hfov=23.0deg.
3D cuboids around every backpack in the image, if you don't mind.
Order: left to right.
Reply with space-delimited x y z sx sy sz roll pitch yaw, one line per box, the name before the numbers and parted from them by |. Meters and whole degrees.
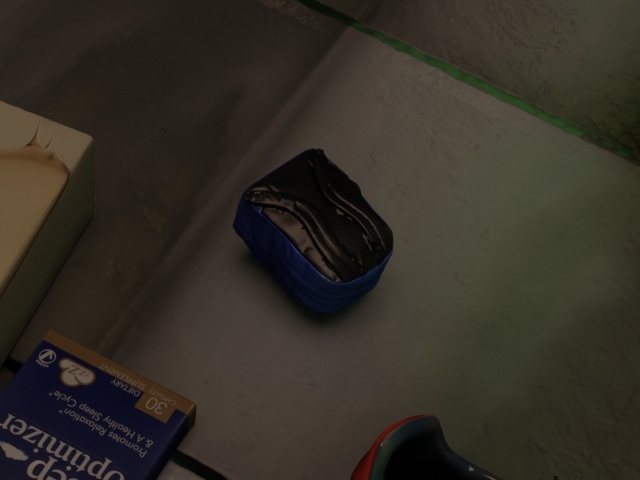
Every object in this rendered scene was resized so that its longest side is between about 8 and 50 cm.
backpack | 0.000 0.000 1.316 0.098 0.101 0.120 -37 71 -28

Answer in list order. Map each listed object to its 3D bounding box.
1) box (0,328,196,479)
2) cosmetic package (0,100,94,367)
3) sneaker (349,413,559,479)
box | -0.207 0.183 1.189 0.136 0.036 0.225 26 55 10
cosmetic package | -0.313 0.032 1.237 0.160 0.113 0.309 20 54 6
sneaker | 0.142 0.224 0.855 0.350 0.148 0.131 33 44 27
